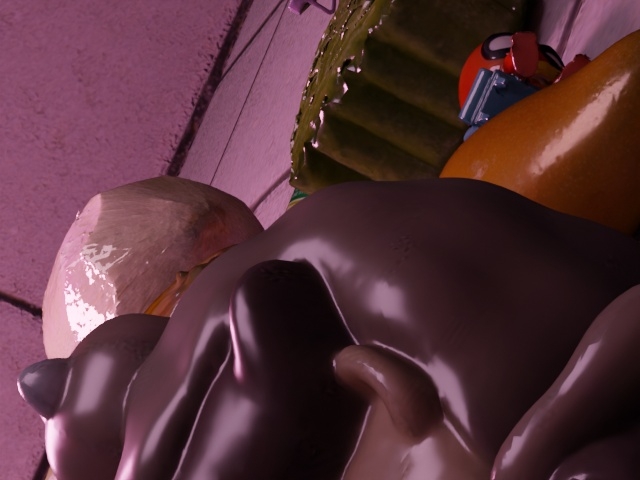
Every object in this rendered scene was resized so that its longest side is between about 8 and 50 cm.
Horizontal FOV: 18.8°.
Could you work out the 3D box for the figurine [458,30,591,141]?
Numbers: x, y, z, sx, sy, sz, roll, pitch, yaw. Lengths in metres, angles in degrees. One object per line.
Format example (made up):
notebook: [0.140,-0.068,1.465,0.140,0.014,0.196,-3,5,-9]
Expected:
figurine: [0.115,-0.081,1.114,0.140,0.068,0.075,-110,42,-85]

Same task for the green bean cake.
green bean cake: [0.063,-0.134,1.363,0.200,0.113,0.214,-78,15,-50]

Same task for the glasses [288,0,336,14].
glasses: [0.018,-0.222,1.407,0.140,0.062,0.104,-64,-12,0]

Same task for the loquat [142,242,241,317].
loquat: [-0.050,0.105,1.200,0.227,0.179,0.179,-59,11,30]

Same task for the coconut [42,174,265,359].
coconut: [-0.135,0.048,1.683,0.234,0.224,0.224,127,165,-58]

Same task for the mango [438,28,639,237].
mango: [0.120,-0.032,0.916,0.184,0.085,0.102,-38,23,48]

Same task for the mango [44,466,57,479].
mango: [-0.037,0.139,1.028,0.273,0.185,0.149,-42,-6,19]

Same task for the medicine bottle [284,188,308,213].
medicine bottle: [0.000,0.000,1.502,0.183,0.069,0.119,-69,13,-14]

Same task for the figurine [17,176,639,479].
figurine: [0.076,0.071,0.542,0.380,0.248,0.203,-22,37,57]
